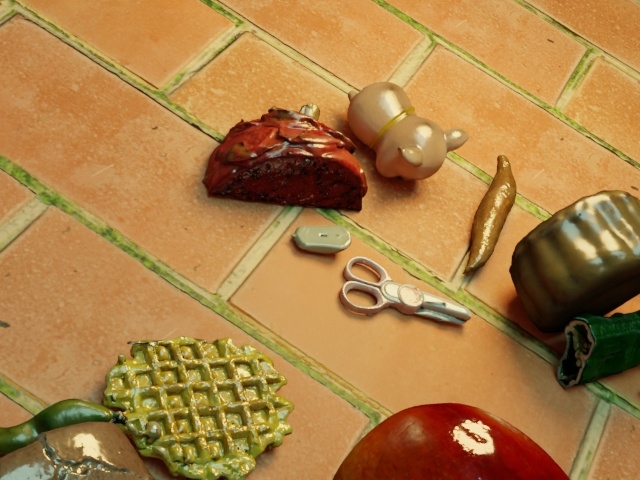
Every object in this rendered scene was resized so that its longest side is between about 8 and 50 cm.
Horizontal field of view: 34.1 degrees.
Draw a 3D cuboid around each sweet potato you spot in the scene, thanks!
[{"bbox_3d":[0.332,-0.044,2.049,0.066,0.072,0.314,26,55,2],"label":"sweet potato"}]

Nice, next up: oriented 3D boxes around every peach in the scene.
[{"bbox_3d":[0.191,0.409,1.382,0.388,0.388,0.388,13,48,-15],"label":"peach"}]

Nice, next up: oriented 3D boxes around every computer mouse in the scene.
[{"bbox_3d":[0.000,0.000,1.878,0.110,0.032,0.056,3,50,-10],"label":"computer mouse"}]

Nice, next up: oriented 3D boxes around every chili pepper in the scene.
[{"bbox_3d":[0.553,0.184,1.924,0.270,0.136,0.099,-10,13,-38],"label":"chili pepper"}]

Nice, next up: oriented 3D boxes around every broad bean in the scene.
[{"bbox_3d":[-0.377,0.259,1.454,0.213,0.048,0.070,-4,76,-12],"label":"broad bean"}]

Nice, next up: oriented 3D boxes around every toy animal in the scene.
[{"bbox_3d":[0.149,-0.220,2.062,0.165,0.149,0.248,-32,58,-24],"label":"toy animal"}]

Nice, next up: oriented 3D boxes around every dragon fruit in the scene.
[{"bbox_3d":[-0.054,-0.186,1.927,0.317,0.152,0.205,3,50,-23],"label":"dragon fruit"}]

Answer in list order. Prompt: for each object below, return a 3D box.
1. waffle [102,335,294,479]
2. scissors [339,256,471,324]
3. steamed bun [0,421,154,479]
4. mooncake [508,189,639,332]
[{"bbox_3d":[-0.179,0.242,1.576,0.280,0.060,0.262,34,44,3],"label":"waffle"},{"bbox_3d":[0.154,0.103,1.864,0.242,0.030,0.118,16,48,-7],"label":"scissors"},{"bbox_3d":[-0.327,0.358,1.310,0.301,0.199,0.251,-21,64,-37],"label":"steamed bun"},{"bbox_3d":[0.484,0.041,1.899,0.290,0.290,0.161,-12,62,-32],"label":"mooncake"}]
